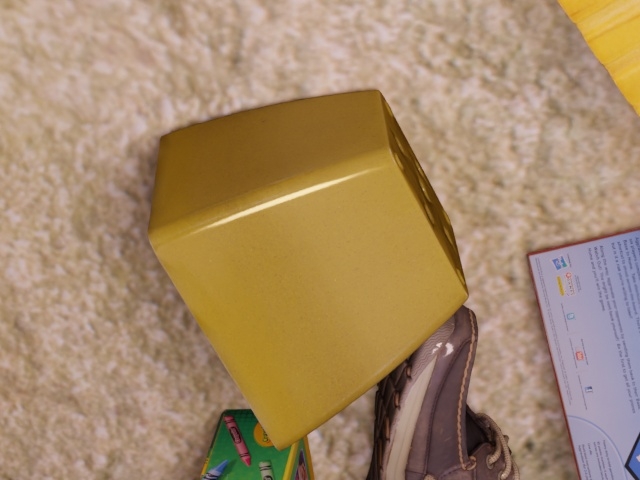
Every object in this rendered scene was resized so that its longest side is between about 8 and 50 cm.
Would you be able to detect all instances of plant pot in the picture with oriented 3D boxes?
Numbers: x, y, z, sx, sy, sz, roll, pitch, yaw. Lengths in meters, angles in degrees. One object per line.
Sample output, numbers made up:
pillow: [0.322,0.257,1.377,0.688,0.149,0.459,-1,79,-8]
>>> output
plant pot: [0.000,0.000,1.394,0.187,0.212,0.212,-25,113,10]

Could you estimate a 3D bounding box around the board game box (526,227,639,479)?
board game box: [0.271,0.131,1.438,0.145,0.027,0.281,-14,88,19]

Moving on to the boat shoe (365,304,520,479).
boat shoe: [0.109,0.194,1.541,0.130,0.132,0.355,5,131,-4]

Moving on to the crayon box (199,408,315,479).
crayon box: [-0.062,0.293,1.528,0.081,0.278,0.165,-2,120,11]

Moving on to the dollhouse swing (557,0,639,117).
dollhouse swing: [0.333,-0.083,0.982,0.315,0.305,0.347,-30,120,20]
